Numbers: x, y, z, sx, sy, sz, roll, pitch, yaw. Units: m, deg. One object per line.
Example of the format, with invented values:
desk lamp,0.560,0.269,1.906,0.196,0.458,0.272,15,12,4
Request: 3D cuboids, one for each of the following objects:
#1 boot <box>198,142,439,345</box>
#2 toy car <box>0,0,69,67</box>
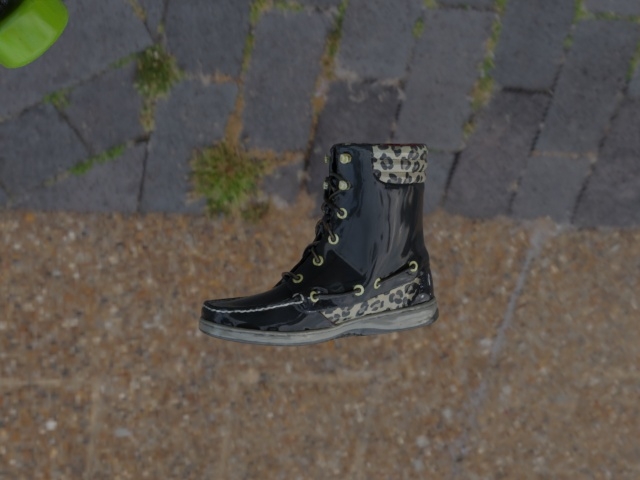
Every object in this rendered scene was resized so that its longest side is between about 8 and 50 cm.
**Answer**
boot,0.000,0.000,1.003,0.236,0.085,0.179,-4,100,-23
toy car,-0.246,-0.102,0.564,0.149,0.188,0.155,-18,131,29
